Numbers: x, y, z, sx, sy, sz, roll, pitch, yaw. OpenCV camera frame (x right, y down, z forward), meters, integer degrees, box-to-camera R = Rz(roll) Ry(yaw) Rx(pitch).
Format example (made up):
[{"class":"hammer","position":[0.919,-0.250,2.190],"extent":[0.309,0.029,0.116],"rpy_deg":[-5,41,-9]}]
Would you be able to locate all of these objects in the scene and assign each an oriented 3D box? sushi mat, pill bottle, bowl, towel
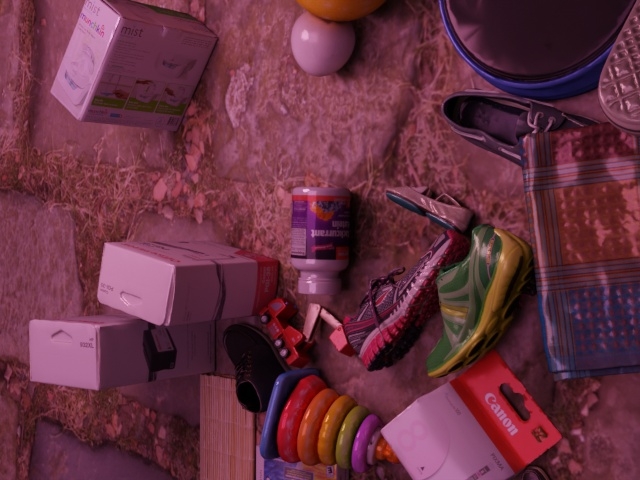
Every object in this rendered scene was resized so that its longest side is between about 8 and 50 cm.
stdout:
[{"class":"sushi mat","position":[-0.193,0.433,1.976],"extent":[0.151,0.019,0.317],"rpy_deg":[2,92,39]},{"class":"pill bottle","position":[0.000,0.000,1.758],"extent":[0.108,0.108,0.194],"rpy_deg":[3,93,39]},{"class":"bowl","position":[0.353,-0.417,1.492],"extent":[0.391,0.077,0.391],"rpy_deg":[0,91,38]},{"class":"towel","position":[0.441,0.010,1.387],"extent":[0.271,0.040,0.370],"rpy_deg":[-8,86,15]}]

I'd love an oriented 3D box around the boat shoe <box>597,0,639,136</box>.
[{"class":"boat shoe","position":[0.546,-0.352,1.296],"extent":[0.186,0.156,0.500],"rpy_deg":[31,94,36]}]

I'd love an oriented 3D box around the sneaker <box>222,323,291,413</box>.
[{"class":"sneaker","position":[-0.140,0.242,1.866],"extent":[0.222,0.118,0.083],"rpy_deg":[43,116,30]}]

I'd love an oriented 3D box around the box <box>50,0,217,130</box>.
[{"class":"box","position":[-0.374,-0.356,1.955],"extent":[0.127,0.262,0.231],"rpy_deg":[41,115,31]}]

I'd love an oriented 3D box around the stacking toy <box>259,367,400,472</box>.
[{"class":"stacking toy","position":[0.056,0.348,1.713],"extent":[0.301,0.175,0.166],"rpy_deg":[14,95,24]}]

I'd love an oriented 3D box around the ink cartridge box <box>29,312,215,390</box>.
[{"class":"ink cartridge box","position":[-0.398,0.216,1.951],"extent":[0.223,0.307,0.129],"rpy_deg":[-1,90,39]}]

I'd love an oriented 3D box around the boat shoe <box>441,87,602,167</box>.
[{"class":"boat shoe","position":[0.327,-0.161,1.500],"extent":[0.319,0.099,0.116],"rpy_deg":[28,104,34]}]

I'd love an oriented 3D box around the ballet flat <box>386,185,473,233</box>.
[{"class":"ballet flat","position":[0.189,-0.063,1.652],"extent":[0.168,0.057,0.052],"rpy_deg":[31,81,30]}]

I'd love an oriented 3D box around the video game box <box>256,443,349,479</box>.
[{"class":"video game box","position":[-0.037,0.493,1.835],"extent":[0.205,0.048,0.187],"rpy_deg":[1,94,39]}]

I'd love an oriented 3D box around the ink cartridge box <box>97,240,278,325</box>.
[{"class":"ink cartridge box","position":[-0.251,0.076,1.847],"extent":[0.207,0.283,0.117],"rpy_deg":[15,100,37]}]

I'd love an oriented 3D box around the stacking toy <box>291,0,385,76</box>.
[{"class":"stacking toy","position":[0.032,-0.500,1.642],"extent":[0.350,0.350,0.480],"rpy_deg":[40,129,31]}]

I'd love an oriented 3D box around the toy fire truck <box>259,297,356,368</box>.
[{"class":"toy fire truck","position":[-0.024,0.165,1.809],"extent":[0.135,0.047,0.192],"rpy_deg":[-43,54,14]}]

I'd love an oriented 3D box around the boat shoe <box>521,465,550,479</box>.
[{"class":"boat shoe","position":[0.345,0.436,1.525],"extent":[0.056,0.049,0.152],"rpy_deg":[-18,79,38]}]

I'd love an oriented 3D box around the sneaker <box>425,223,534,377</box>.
[{"class":"sneaker","position":[0.239,0.097,1.530],"extent":[0.123,0.109,0.296],"rpy_deg":[45,129,31]}]

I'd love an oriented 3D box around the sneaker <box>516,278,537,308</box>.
[{"class":"sneaker","position":[0.301,0.091,1.564],"extent":[0.119,0.047,0.057],"rpy_deg":[-32,83,36]}]

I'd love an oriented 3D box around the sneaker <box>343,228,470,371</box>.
[{"class":"sneaker","position":[0.138,0.092,1.643],"extent":[0.299,0.121,0.112],"rpy_deg":[-53,59,27]}]

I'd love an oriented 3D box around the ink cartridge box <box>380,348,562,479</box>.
[{"class":"ink cartridge box","position":[0.240,0.317,1.568],"extent":[0.232,0.066,0.189],"rpy_deg":[-44,65,17]}]
